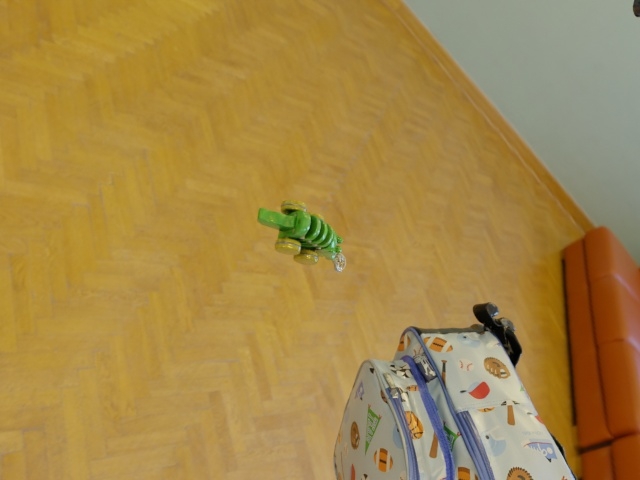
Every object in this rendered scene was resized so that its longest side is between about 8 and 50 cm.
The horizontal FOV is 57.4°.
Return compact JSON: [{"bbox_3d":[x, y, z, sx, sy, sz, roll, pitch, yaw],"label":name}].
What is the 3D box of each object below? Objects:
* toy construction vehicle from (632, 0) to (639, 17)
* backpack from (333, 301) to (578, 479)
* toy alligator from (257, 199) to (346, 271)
[{"bbox_3d":[0.186,-0.137,0.256,0.035,0.086,0.098,38,73,-35],"label":"toy construction vehicle"},{"bbox_3d":[0.139,0.248,0.621,0.213,0.276,0.263,-6,36,-20],"label":"backpack"},{"bbox_3d":[0.000,0.000,0.670,0.190,0.051,0.056,32,62,-53],"label":"toy alligator"}]
